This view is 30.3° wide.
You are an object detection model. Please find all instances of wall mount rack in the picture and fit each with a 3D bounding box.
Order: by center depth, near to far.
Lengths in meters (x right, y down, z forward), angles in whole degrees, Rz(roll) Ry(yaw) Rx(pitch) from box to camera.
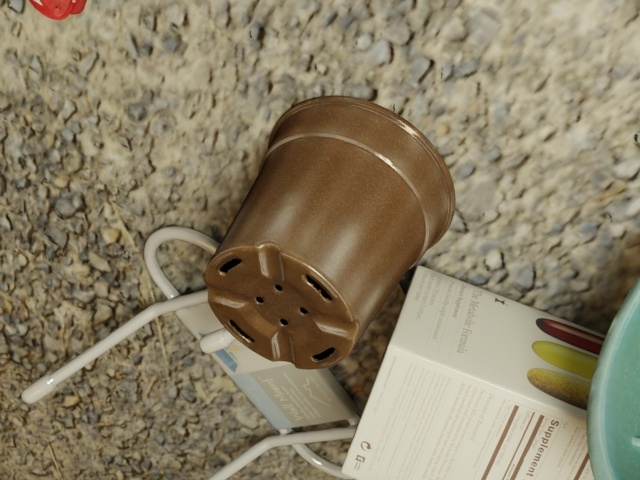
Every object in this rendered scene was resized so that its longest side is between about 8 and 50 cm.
[{"bbox_3d":[-0.110,0.163,1.171,0.304,0.130,0.350,-18,118,41],"label":"wall mount rack"}]

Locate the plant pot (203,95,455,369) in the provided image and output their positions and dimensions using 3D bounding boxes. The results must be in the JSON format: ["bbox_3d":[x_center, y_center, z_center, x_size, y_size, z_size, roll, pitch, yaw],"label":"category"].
[{"bbox_3d":[0.000,0.000,0.922,0.167,0.165,0.167,17,135,17],"label":"plant pot"}]

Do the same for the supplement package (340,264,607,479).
[{"bbox_3d":[0.161,0.143,0.947,0.244,0.139,0.133,20,120,4],"label":"supplement package"}]

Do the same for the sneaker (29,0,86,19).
[{"bbox_3d":[-0.159,-0.221,0.884,0.221,0.087,0.128,26,148,25],"label":"sneaker"}]

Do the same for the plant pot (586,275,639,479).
[{"bbox_3d":[0.400,0.140,0.719,0.334,0.341,0.341,41,139,-23],"label":"plant pot"}]

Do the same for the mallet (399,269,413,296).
[{"bbox_3d":[0.112,0.102,1.057,0.039,0.062,0.189,-10,109,33],"label":"mallet"}]
